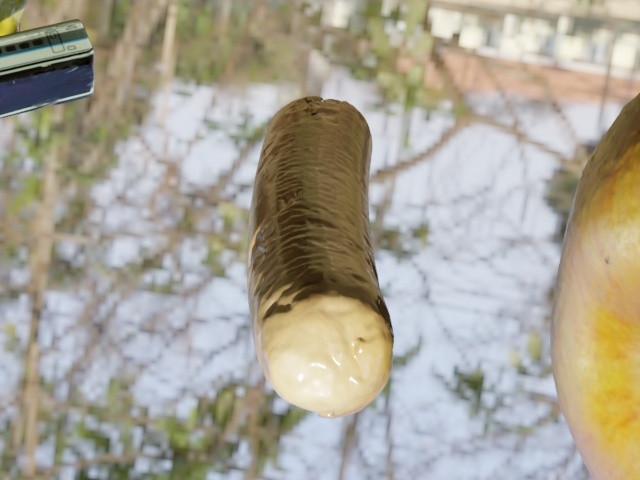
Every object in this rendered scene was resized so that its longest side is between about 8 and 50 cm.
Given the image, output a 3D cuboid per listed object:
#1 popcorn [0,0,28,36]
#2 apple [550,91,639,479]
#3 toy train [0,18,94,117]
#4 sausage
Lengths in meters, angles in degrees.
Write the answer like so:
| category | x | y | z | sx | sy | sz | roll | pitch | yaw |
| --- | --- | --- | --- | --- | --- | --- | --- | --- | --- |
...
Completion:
| category | x | y | z | sx | sy | sz | roll | pitch | yaw |
| --- | --- | --- | --- | --- | --- | --- | --- | --- | --- |
| popcorn | -0.331 | -0.229 | 1.568 | 0.181 | 0.217 | 0.235 | 13 | -134 | -58 |
| apple | 0.315 | 0.053 | 1.141 | 0.333 | 0.400 | 0.400 | 3 | -167 | -23 |
| toy train | -0.285 | -0.105 | 1.345 | 0.252 | 0.048 | 0.055 | -15 | 154 | -17 |
| sausage | -0.002 | 0.001 | 0.873 | 0.066 | 0.066 | 0.301 | 8 | -161 | -3 |
